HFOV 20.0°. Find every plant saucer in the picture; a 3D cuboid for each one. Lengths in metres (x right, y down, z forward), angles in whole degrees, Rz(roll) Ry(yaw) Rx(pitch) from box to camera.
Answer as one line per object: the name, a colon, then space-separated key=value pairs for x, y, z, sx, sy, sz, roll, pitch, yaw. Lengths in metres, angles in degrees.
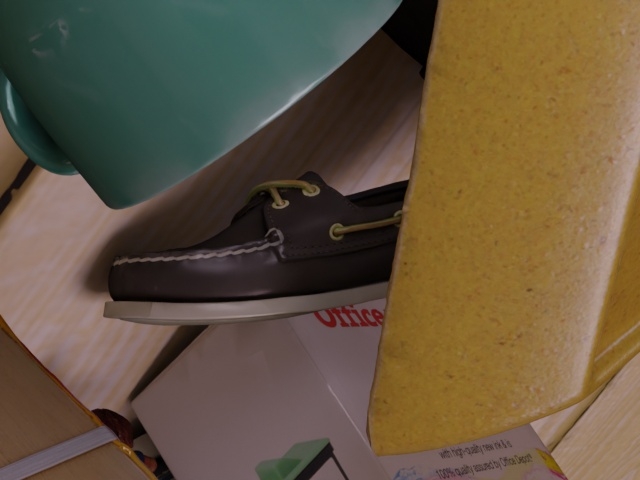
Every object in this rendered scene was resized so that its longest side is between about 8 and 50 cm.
plant saucer: x=0.166 y=-0.082 z=0.824 sx=0.333 sy=0.081 sz=0.332 roll=-32 pitch=140 yaw=-44

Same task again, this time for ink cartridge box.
ink cartridge box: x=0.052 y=0.160 z=0.987 sx=0.117 sy=0.278 sz=0.201 roll=-41 pitch=160 yaw=21

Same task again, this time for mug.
mug: x=-0.061 y=-0.080 z=0.625 sx=0.158 sy=0.097 sz=0.129 roll=-34 pitch=-166 yaw=10

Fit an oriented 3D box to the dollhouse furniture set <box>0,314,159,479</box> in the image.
dollhouse furniture set: x=-0.221 y=0.142 z=0.603 sx=0.374 sy=0.201 sz=0.152 roll=-21 pitch=146 yaw=-46

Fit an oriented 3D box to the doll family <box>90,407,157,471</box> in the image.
doll family: x=-0.163 y=0.133 z=0.858 sx=0.193 sy=0.076 sz=0.111 roll=-29 pitch=147 yaw=-45

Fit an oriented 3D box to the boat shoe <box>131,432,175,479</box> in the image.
boat shoe: x=-0.047 y=0.165 z=1.076 sx=0.095 sy=0.079 sz=0.254 roll=-40 pitch=157 yaw=7

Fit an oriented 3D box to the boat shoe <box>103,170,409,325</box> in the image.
boat shoe: x=0.000 y=0.000 z=0.886 sx=0.228 sy=0.081 sz=0.068 roll=-6 pitch=94 yaw=-26

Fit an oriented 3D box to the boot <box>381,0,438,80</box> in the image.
boot: x=0.154 y=-0.176 z=0.862 sx=0.280 sy=0.096 sz=0.264 roll=-49 pitch=156 yaw=3
